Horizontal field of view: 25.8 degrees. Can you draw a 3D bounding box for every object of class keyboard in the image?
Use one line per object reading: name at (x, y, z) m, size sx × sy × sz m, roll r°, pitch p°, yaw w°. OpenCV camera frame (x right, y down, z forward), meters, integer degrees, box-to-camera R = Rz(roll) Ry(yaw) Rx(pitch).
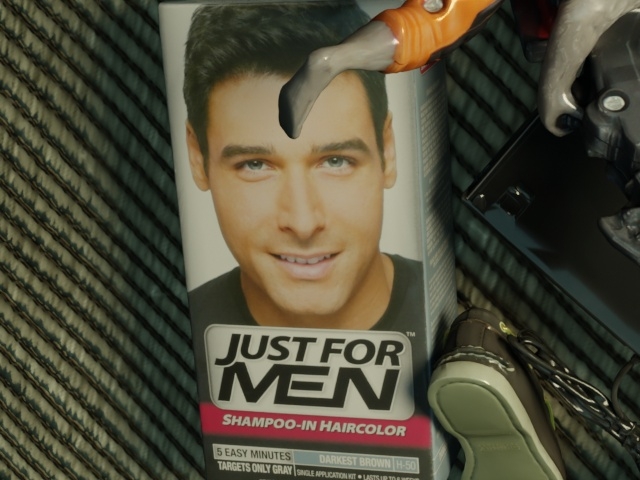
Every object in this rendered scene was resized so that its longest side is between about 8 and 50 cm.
keyboard at (0.225, 0.058, 0.917) m, size 0.317 × 0.033 × 0.201 m, roll 42°, pitch 121°, yaw 4°

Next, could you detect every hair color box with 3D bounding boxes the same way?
hair color box at (0.000, 0.000, 1.040) m, size 0.185 × 0.113 × 0.375 m, roll 1°, pitch 107°, yaw 17°

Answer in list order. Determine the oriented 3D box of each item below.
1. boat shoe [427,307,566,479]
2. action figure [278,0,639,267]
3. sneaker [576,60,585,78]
boat shoe at (0.139, 0.140, 1.037) m, size 0.081 × 0.069 × 0.228 m, roll -1°, pitch 140°, yaw 22°
action figure at (0.132, -0.146, 0.789) m, size 0.330 × 0.341 × 0.178 m, roll -10°, pitch 149°, yaw -13°
sneaker at (0.314, -0.079, 0.906) m, size 0.322 × 0.130 × 0.236 m, roll 11°, pitch 115°, yaw 19°
